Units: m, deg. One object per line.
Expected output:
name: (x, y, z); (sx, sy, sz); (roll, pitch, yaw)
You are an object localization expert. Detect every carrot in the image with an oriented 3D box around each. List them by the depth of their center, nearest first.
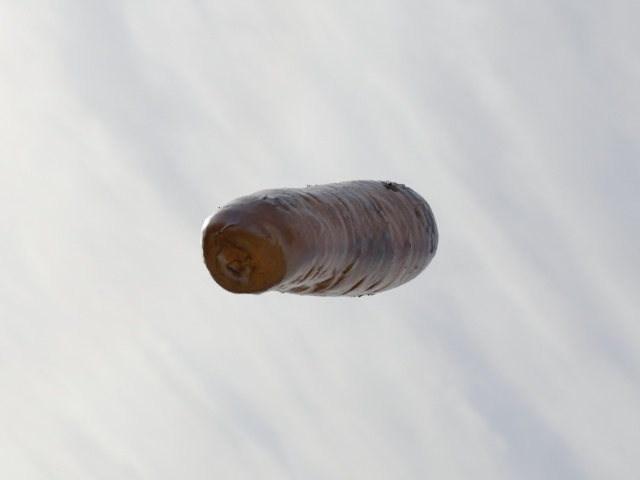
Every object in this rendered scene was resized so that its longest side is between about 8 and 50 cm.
carrot: (0.000, 0.000, 0.727); (0.060, 0.060, 0.186); (30, 16, 24)
